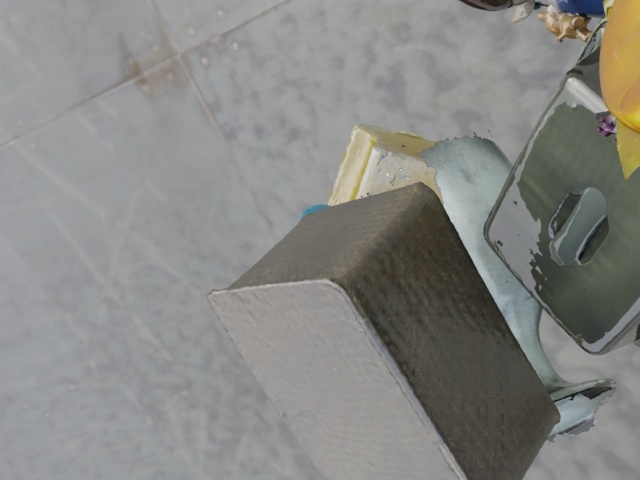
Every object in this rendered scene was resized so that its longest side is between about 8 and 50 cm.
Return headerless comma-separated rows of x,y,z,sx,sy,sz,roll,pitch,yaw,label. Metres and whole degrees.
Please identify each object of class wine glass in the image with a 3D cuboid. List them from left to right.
0.186,0.055,1.051,0.357,0.190,0.190,67,148,23,wine glass

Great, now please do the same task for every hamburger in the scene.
0.228,-0.117,0.528,0.093,0.189,0.164,15,163,-9,hamburger

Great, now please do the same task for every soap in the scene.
0.160,-0.020,1.717,0.169,0.304,0.339,-115,40,-57,soap

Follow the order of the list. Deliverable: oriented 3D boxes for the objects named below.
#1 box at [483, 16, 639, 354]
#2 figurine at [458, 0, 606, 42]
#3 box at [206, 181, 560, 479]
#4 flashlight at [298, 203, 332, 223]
0.281,-0.043,0.824,0.220,0.166,0.290,51,152,23,box
0.202,-0.295,0.911,0.275,0.158,0.161,31,146,45,figurine
0.058,0.107,0.823,0.184,0.143,0.273,-12,116,48,box
0.000,0.000,0.991,0.051,0.051,0.129,44,167,12,flashlight
